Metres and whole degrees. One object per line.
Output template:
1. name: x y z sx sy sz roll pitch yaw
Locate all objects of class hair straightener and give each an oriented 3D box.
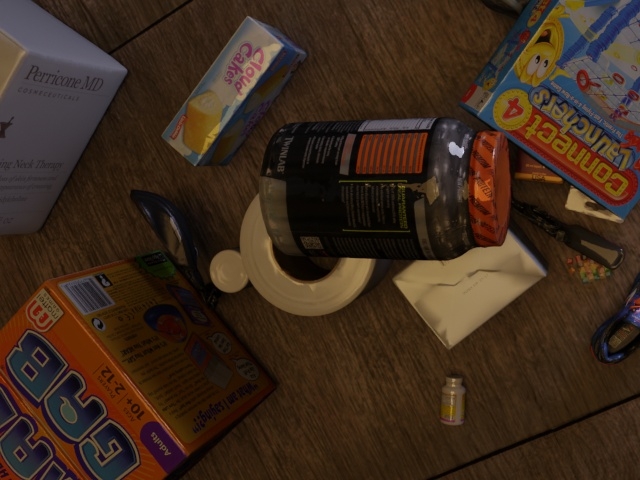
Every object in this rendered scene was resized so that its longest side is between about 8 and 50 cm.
1. hair straightener: 0.398 -0.025 1.407 0.230 0.089 0.047 36 102 14

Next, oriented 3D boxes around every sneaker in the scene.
1. sneaker: 0.527 0.121 1.385 0.083 0.087 0.221 33 103 11

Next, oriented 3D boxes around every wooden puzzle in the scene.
1. wooden puzzle: 0.462 0.044 1.440 0.083 0.006 0.049 -18 89 17

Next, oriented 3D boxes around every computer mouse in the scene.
1. computer mouse: -0.251 0.009 1.566 0.060 0.184 0.262 -35 90 -6

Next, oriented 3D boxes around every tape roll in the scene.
1. tape roll: 0.000 0.000 1.490 0.246 0.169 0.246 1 95 17

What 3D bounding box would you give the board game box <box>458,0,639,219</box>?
1. board game box: 0.417 -0.237 1.254 0.308 0.086 0.302 30 102 -19

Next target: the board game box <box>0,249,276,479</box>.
1. board game box: -0.371 0.283 1.514 0.356 0.356 0.356 -44 82 19

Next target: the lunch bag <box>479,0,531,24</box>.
1. lunch bag: 0.319 -0.467 1.296 0.169 0.287 0.235 37 104 10

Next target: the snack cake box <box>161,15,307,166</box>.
1. snack cake box: -0.151 -0.261 1.523 0.089 0.152 0.264 41 105 9

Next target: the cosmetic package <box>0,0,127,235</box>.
1. cosmetic package: -0.648 -0.252 1.579 0.327 0.329 0.394 36 104 12

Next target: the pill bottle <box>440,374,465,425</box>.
1. pill bottle: 0.235 0.282 1.508 0.043 0.043 0.083 4 95 16

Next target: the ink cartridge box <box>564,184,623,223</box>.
1. ink cartridge box: 0.474 -0.125 1.393 0.104 0.061 0.181 16 99 13

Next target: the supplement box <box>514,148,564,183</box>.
1. supplement box: 0.373 -0.190 1.397 0.080 0.104 0.188 8 96 16

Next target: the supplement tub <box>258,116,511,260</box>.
1. supplement tub: 0.098 -0.075 1.247 0.338 0.207 0.207 2 95 22

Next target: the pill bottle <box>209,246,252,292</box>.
1. pill bottle: -0.141 0.049 1.552 0.078 0.137 0.078 2 96 17

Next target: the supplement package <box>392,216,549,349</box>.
1. supplement package: 0.253 0.050 1.401 0.194 0.203 0.149 -40 82 15
